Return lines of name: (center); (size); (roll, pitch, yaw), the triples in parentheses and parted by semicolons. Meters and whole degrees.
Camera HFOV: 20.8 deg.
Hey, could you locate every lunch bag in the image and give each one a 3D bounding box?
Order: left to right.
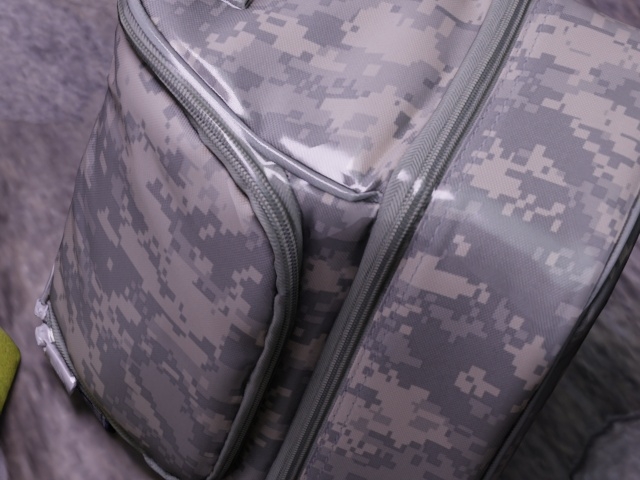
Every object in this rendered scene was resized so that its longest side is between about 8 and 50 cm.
lunch bag: (0.000, 0.000, 0.852); (0.256, 0.305, 0.213); (28, 51, 5)

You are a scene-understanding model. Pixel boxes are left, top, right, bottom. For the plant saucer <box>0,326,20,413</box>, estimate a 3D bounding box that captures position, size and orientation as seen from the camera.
plant saucer: (-0.255, 0.072, 0.861); (0.188, 0.045, 0.188); (12, 31, -3)
